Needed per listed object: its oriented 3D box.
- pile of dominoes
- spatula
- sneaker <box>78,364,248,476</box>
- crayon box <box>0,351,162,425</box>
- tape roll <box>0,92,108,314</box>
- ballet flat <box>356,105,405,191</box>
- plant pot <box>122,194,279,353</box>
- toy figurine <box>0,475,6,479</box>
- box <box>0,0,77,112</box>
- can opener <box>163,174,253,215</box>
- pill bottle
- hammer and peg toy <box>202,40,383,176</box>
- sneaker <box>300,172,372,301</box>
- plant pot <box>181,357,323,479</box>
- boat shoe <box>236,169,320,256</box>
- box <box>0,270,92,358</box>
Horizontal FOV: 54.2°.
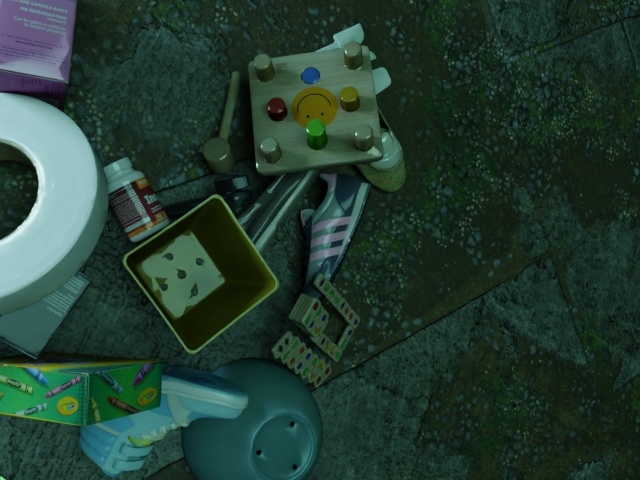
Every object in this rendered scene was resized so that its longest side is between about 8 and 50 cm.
[{"bbox_3d":[0.008,0.202,1.318,0.196,0.040,0.251,-61,144,-17],"label":"pile of dominoes"},{"bbox_3d":[0.043,-0.390,1.461,0.242,0.019,0.168,-33,101,-24],"label":"spatula"},{"bbox_3d":[-0.297,0.342,1.157,0.318,0.127,0.208,8,88,9],"label":"sneaker"},{"bbox_3d":[-0.424,0.238,1.032,0.165,0.278,0.081,8,81,-64],"label":"crayon box"},{"bbox_3d":[-0.554,-0.065,1.030,0.391,0.072,0.392,0,68,-1],"label":"tape roll"},{"bbox_3d":[0.105,-0.257,1.418,0.123,0.123,0.349,-39,107,-22],"label":"ballet flat"},{"bbox_3d":[-0.245,0.064,1.201,0.212,0.187,0.212,-38,102,-22],"label":"plant pot"},{"bbox_3d":[-0.634,0.469,1.043,0.173,0.130,0.159,25,85,1],"label":"toy figurine"},{"bbox_3d":[-0.496,-0.372,1.096,0.117,0.213,0.243,5,84,-25],"label":"box"},{"bbox_3d":[-0.227,-0.079,1.266,0.186,0.059,0.073,-15,88,5],"label":"can opener"},{"bbox_3d":[-0.364,-0.079,1.210,0.086,0.086,0.152,-32,100,-24],"label":"pill bottle"},{"bbox_3d":[-0.067,-0.263,1.257,0.361,0.127,0.266,-6,73,3],"label":"hammer and peg toy"},{"bbox_3d":[0.000,0.000,1.385,0.131,0.112,0.319,23,80,6],"label":"sneaker"},{"bbox_3d":[-0.110,0.388,1.238,0.290,0.195,0.290,2,85,-25],"label":"plant pot"},{"bbox_3d":[-0.092,-0.103,1.327,0.095,0.112,0.335,32,68,4],"label":"boat shoe"},{"bbox_3d":[-0.492,0.111,1.098,0.093,0.156,0.158,37,72,-20],"label":"box"}]
